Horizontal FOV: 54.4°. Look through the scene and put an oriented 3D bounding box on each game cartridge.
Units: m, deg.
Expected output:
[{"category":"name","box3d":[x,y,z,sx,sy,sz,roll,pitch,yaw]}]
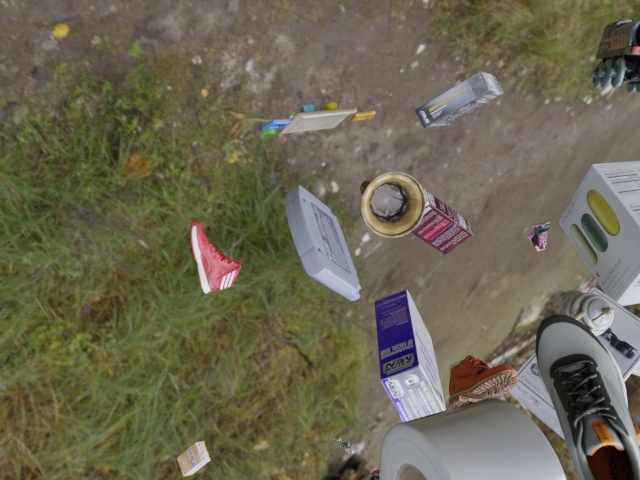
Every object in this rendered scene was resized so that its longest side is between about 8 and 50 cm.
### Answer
[{"category":"game cartridge","box3d":[0.000,0.000,1.565,0.060,0.294,0.196,-32,137,17]}]

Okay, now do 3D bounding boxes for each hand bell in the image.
[{"category":"hand bell","box3d":[0.119,-0.092,1.289,0.126,0.126,0.242,-49,-164,3]}]

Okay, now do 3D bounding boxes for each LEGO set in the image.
[{"category":"LEGO set","box3d":[0.072,0.593,1.820,0.054,0.083,0.024,6,98,-54]}]

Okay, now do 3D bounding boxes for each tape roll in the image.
[{"category":"tape roll","box3d":[0.215,0.369,0.904,0.169,0.246,0.246,-8,136,-23]}]

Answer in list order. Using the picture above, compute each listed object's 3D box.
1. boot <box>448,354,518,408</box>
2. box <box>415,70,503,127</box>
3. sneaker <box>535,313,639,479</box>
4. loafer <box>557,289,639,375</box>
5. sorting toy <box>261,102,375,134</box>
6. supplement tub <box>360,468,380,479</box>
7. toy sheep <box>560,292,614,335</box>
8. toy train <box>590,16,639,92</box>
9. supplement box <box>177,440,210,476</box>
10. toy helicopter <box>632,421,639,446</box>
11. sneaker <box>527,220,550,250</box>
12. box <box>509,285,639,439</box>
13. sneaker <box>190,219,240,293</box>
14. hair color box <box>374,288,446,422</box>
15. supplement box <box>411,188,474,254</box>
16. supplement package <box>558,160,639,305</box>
[{"category":"boot","box3d":[0.271,0.228,1.062,0.059,0.085,0.158,18,145,-22]},{"category":"box","box3d":[0.360,-0.358,1.600,0.183,0.056,0.231,-29,178,27]},{"category":"sneaker","box3d":[0.342,0.213,0.778,0.100,0.272,0.108,-20,147,15]},{"category":"loafer","box3d":[0.785,0.248,1.714,0.112,0.319,0.111,-46,-173,5]},{"category":"sorting toy","box3d":[-0.012,-0.357,1.797,0.347,0.047,0.196,-10,179,-23]},{"category":"supplement tub","box3d":[0.108,0.574,1.304,0.190,0.117,0.117,-36,155,-58]},{"category":"toy sheep","box3d":[0.479,0.136,1.122,0.091,0.091,0.132,-36,-177,-19]},{"category":"toy train","box3d":[0.825,-0.495,1.655,0.334,0.142,0.191,-58,156,-74]},{"category":"supplement box","box3d":[-0.381,0.655,1.868,0.098,0.062,0.036,-43,148,24]},{"category":"toy helicopter","box3d":[0.785,0.494,1.877,0.140,0.355,0.235,-31,106,-4]},{"category":"sneaker","box3d":[0.568,-0.008,1.600,0.047,0.057,0.119,-13,157,5]},{"category":"box","box3d":[0.549,0.255,1.305,0.290,0.169,0.087,-42,154,-18]},{"category":"sneaker","box3d":[-0.303,0.038,1.823,0.127,0.087,0.221,-10,110,-4]},{"category":"hair color box","box3d":[0.224,0.297,1.591,0.110,0.339,0.185,-23,113,12]},{"category":"supplement box","box3d":[0.385,-0.059,2.090,0.239,0.073,0.130,31,125,-29]},{"category":"supplement package","box3d":[0.723,-0.021,1.417,0.197,0.263,0.199,-6,140,-14]}]
